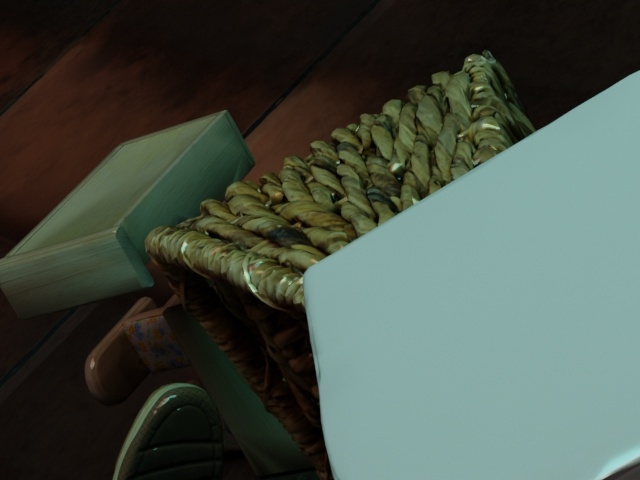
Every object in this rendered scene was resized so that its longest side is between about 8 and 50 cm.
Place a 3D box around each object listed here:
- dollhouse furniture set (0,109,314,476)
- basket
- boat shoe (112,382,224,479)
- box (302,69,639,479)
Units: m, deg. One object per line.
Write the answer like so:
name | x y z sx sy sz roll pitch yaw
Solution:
dollhouse furniture set | -0.078 0.065 1.228 0.212 0.242 0.161 -15 23 35
basket | 0.067 0.099 0.955 0.223 0.299 0.213 -28 24 15
boat shoe | -0.111 0.172 1.211 0.072 0.068 0.190 -127 49 -65
box | 0.161 0.144 0.739 0.168 0.345 0.215 -32 29 11
